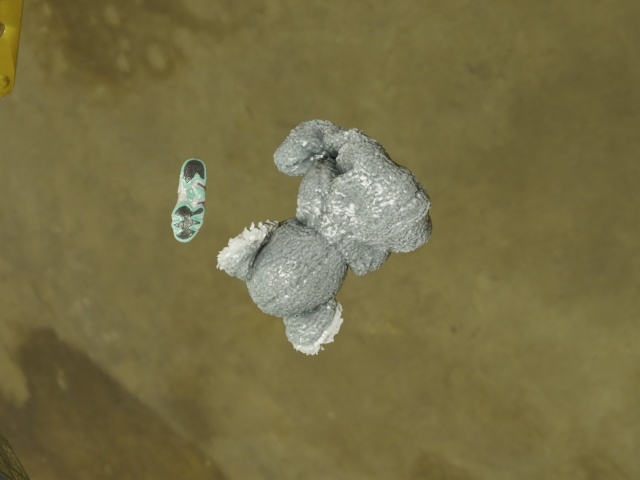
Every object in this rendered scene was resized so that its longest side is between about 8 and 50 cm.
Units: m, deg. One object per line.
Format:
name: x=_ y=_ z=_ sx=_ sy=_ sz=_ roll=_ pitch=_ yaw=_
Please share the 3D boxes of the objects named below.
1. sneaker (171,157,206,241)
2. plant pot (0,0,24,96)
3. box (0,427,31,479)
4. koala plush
sneaker: x=-0.150 y=-0.044 z=1.610 sx=0.069 sy=0.038 sz=0.098 roll=134 pitch=148 yaw=-84
plant pot: x=-0.418 y=-0.238 z=1.409 sx=0.187 sy=0.212 sz=0.212 roll=28 pitch=115 yaw=37
box: x=-0.382 y=0.211 z=1.414 sx=0.147 sy=0.077 sz=0.180 roll=51 pitch=174 yaw=29
koala plush: x=0.000 y=0.000 z=1.557 sx=0.196 sy=0.221 sz=0.203 roll=52 pitch=165 yaw=-20
